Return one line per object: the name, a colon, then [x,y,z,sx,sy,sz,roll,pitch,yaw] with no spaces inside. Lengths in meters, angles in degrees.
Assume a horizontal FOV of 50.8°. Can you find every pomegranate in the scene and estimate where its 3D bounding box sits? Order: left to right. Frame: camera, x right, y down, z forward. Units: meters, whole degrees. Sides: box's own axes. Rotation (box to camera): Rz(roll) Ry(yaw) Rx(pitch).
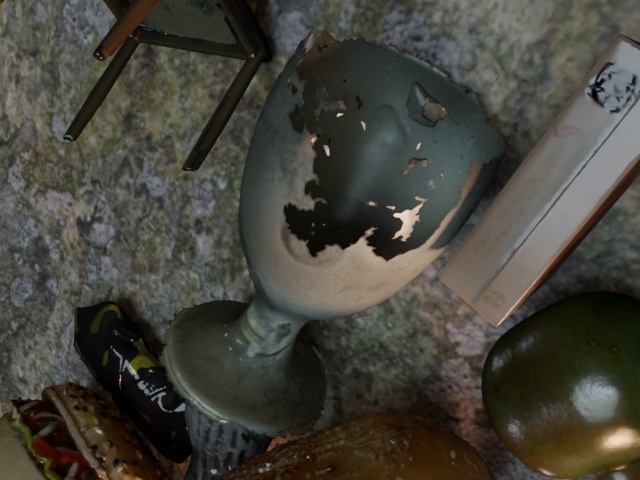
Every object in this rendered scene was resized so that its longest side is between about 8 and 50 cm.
pomegranate: [0.218,0.137,0.515,0.152,0.131,0.191,-42,70,37]

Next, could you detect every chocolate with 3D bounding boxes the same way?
chocolate: [-0.097,0.225,0.737,0.110,0.110,0.247,17,114,24]

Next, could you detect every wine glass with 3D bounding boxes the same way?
wine glass: [-0.001,-0.001,0.577,0.190,0.190,0.357,40,124,14]

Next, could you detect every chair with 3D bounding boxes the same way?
chair: [-0.144,-0.224,0.616,0.188,0.166,0.272,17,69,25]

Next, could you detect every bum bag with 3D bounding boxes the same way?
bum bag: [-0.222,0.162,0.814,0.232,0.060,0.106,45,121,11]

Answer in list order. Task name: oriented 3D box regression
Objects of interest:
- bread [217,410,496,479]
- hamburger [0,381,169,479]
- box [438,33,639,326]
bread: [0.004,0.250,0.585,0.305,0.306,0.158,-40,64,31]
hamburger: [-0.273,0.307,0.789,0.300,0.176,0.300,39,149,29]
box: [0.183,-0.042,0.485,0.058,0.141,0.201,43,118,18]
